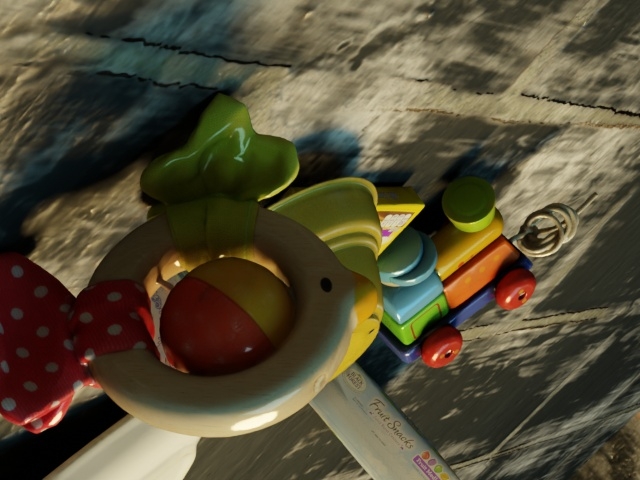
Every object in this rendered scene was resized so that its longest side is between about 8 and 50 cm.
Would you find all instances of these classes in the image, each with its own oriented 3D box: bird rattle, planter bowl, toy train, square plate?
[{"bbox_3d":[-0.085,0.035,1.096,0.253,0.207,0.143,-39,146,-35],"label":"bird rattle"},{"bbox_3d":[-0.020,0.057,1.344,0.217,0.090,0.217,-32,160,-13],"label":"planter bowl"},{"bbox_3d":[0.145,-0.010,1.608,0.248,0.105,0.143,-37,148,-11],"label":"toy train"},{"bbox_3d":[-0.230,0.277,1.501,0.347,0.049,0.344,-36,163,-44],"label":"square plate"}]

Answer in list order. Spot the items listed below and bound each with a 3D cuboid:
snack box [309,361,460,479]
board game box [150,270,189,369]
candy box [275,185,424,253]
[{"bbox_3d":[0.076,0.218,1.857,0.070,0.174,0.207,-42,163,-1],"label":"snack box"},{"bbox_3d":[-0.112,0.060,1.245,0.090,0.090,0.020,-49,160,25],"label":"board game box"},{"bbox_3d":[0.000,0.000,1.434,0.105,0.027,0.206,-45,161,23],"label":"candy box"}]
